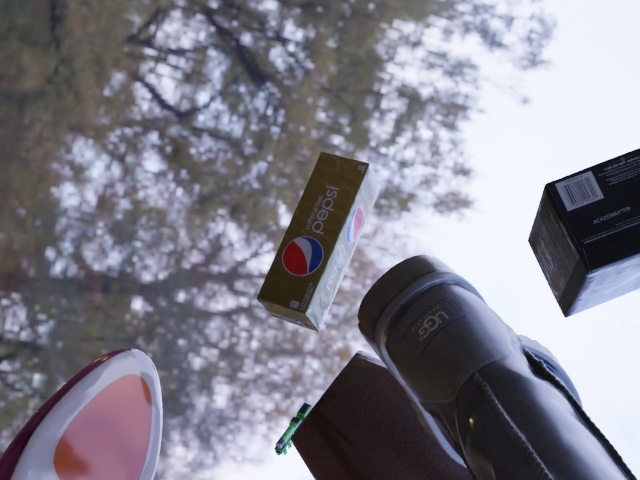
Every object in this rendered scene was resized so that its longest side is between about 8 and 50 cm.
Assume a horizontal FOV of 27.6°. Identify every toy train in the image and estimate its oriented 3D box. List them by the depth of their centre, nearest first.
[{"bbox_3d":[-0.034,0.237,1.640,0.083,0.017,0.023,-51,150,-40],"label":"toy train"}]

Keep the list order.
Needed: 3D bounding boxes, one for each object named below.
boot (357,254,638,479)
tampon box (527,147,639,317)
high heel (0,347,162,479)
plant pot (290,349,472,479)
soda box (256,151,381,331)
[{"bbox_3d":[0.109,0.112,0.526,0.076,0.189,0.208,-48,-134,4],"label":"boot"},{"bbox_3d":[0.293,-0.006,1.326,0.161,0.120,0.101,85,-16,-71],"label":"tampon box"},{"bbox_3d":[-0.270,0.246,1.066,0.181,0.127,0.377,-13,-144,46],"label":"high heel"},{"bbox_3d":[0.093,0.215,1.214,0.215,0.230,0.215,-51,174,-7],"label":"plant pot"},{"bbox_3d":[0.000,0.000,1.386,0.061,0.058,0.181,16,-108,23],"label":"soda box"}]
